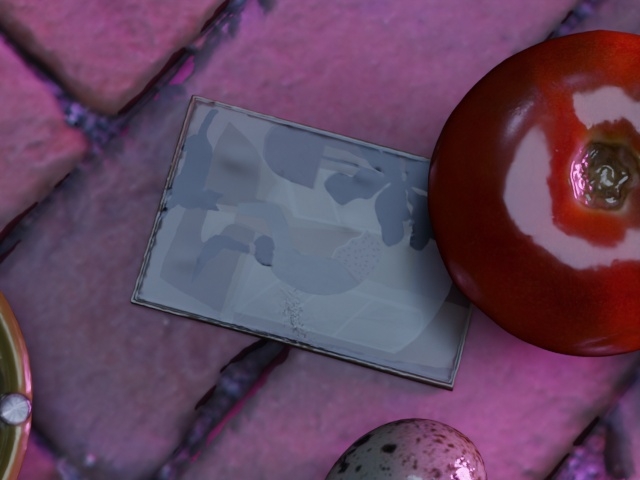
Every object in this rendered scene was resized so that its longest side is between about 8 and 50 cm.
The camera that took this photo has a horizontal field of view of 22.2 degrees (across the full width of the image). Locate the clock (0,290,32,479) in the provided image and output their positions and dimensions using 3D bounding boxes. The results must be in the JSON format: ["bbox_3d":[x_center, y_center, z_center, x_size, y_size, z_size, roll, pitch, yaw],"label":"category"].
[{"bbox_3d":[-0.277,0.098,0.929,0.237,0.057,0.237,0,77,-1],"label":"clock"}]

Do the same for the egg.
[{"bbox_3d":[0.043,0.149,0.920,0.110,0.085,0.085,-43,83,-5],"label":"egg"}]

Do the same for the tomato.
[{"bbox_3d":[0.159,-0.026,0.936,0.195,0.136,0.195,0,83,2],"label":"tomato"}]

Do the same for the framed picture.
[{"bbox_3d":[0.000,0.000,0.990,0.201,0.010,0.136,15,76,1],"label":"framed picture"}]
